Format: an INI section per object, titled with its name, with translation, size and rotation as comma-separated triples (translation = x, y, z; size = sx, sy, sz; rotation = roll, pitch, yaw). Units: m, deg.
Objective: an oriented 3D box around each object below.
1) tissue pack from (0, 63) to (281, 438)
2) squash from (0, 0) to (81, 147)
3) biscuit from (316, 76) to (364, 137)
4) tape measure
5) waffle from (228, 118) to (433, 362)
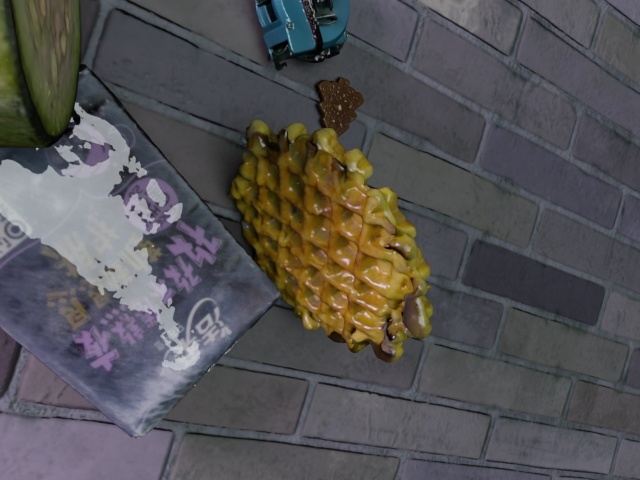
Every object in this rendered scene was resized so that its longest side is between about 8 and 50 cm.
[tissue pack]
translation = -0.247, 0.023, 0.635
size = 0.259, 0.122, 0.361
rotation = -45, 115, -14
[squash]
translation = -0.387, -0.201, 0.369
size = 0.384, 0.263, 0.263
rotation = 1, 95, -15
[biscuit]
translation = 0.026, -0.193, 0.804
size = 0.082, 0.016, 0.092
rotation = 7, 94, -33
[tape measure]
translation = -0.023, -0.310, 0.731
size = 0.125, 0.081, 0.146
rotation = -27, 108, -33
[waffle]
translation = 0.006, 0.009, 0.663
size = 0.062, 0.329, 0.329
rotation = -36, 111, -34
